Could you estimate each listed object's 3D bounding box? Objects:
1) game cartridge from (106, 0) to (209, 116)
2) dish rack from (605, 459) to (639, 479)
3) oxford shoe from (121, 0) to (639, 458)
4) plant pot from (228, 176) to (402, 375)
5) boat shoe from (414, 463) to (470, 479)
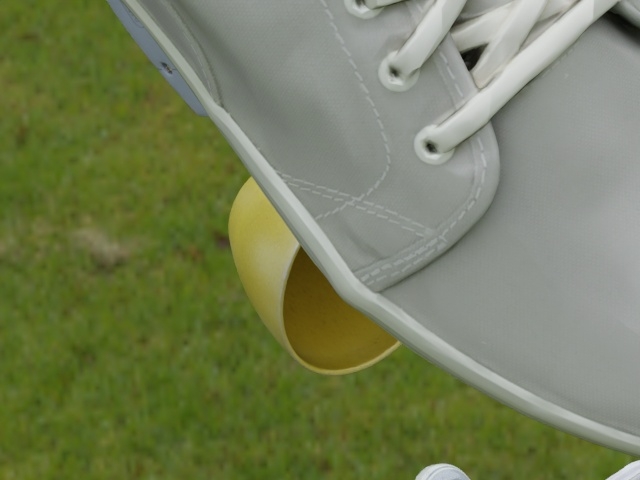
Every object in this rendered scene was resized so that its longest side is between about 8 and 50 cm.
[{"bbox_3d":[-0.129,-0.237,1.750,0.062,0.297,0.198,-45,30,-22],"label":"game cartridge"},{"bbox_3d":[0.321,0.333,1.585,0.286,0.072,0.333,-25,70,-41],"label":"dish rack"},{"bbox_3d":[0.035,-0.085,0.719,0.449,0.130,0.169,45,69,-2],"label":"oxford shoe"},{"bbox_3d":[0.000,0.000,1.167,0.134,0.134,0.095,-26,41,-29],"label":"plant pot"},{"bbox_3d":[0.140,0.302,1.683,0.079,0.227,0.081,-11,-5,-29],"label":"boat shoe"}]
